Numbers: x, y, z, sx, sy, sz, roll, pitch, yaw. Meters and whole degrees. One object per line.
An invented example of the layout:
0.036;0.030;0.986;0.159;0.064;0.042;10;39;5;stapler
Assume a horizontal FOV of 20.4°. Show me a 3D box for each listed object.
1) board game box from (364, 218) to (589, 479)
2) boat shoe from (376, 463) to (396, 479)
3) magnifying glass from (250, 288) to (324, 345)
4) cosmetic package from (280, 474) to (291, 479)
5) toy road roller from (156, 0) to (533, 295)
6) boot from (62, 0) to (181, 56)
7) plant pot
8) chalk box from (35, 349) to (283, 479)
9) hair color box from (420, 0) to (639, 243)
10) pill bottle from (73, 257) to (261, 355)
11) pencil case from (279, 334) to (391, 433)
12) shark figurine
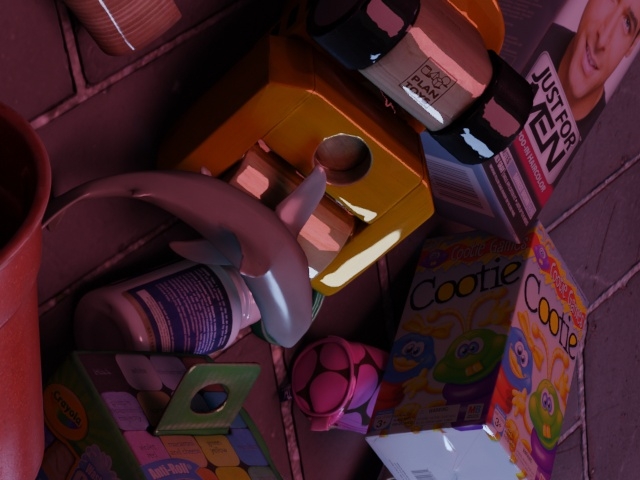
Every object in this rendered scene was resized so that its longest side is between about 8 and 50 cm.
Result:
0.170;0.132;1.860;0.144;0.142;0.275;54;39;-35;board game box
0.115;0.270;1.978;0.302;0.109;0.094;-63;173;-1;boat shoe
0.000;0.000;1.787;0.092;0.026;0.231;37;78;-52;magnifying glass
-0.056;0.409;1.777;0.156;0.217;0.385;-39;136;-31;cosmetic package
0.020;-0.137;1.612;0.202;0.240;0.329;37;114;-26;toy road roller
-0.130;-0.313;1.423;0.283;0.109;0.220;-43;133;-17;boot
-0.312;0.069;1.273;0.272;0.272;0.265;-36;141;-34;plant pot
-0.153;0.210;1.489;0.180;0.179;0.289;6;134;-51;chalk box
0.233;-0.206;1.867;0.374;0.113;0.185;-57;146;-18;hair color box
-0.131;0.067;1.606;0.169;0.094;0.094;-21;124;-43;pill bottle
0.053;0.165;1.884;0.209;0.095;0.098;20;62;-52;pencil case
-0.098;-0.003;1.479;0.278;0.116;0.166;24;116;-22;shark figurine
